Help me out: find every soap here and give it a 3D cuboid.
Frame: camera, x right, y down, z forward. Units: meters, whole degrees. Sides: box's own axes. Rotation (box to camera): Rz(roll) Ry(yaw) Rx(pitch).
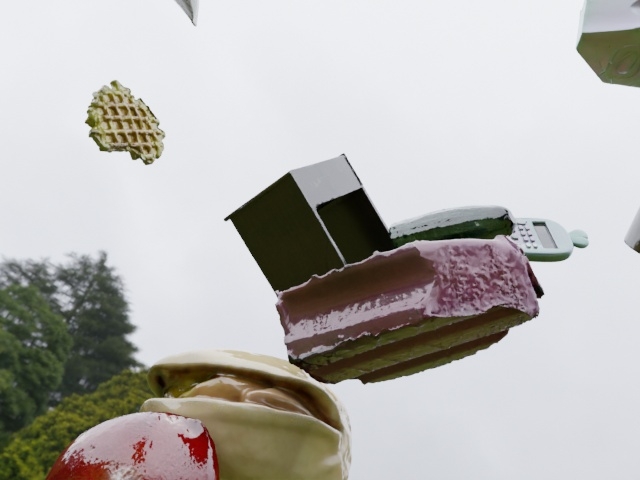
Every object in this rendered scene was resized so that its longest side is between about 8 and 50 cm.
[{"bbox_3d":[0.656,-0.370,1.146,0.347,0.114,0.208,12,-15,12],"label":"soap"},{"bbox_3d":[0.113,0.085,0.737,0.289,0.112,0.182,-19,-26,13],"label":"soap"}]

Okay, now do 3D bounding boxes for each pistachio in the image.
[{"bbox_3d":[-0.089,0.249,0.837,0.318,0.193,0.214,27,-51,-17],"label":"pistachio"}]

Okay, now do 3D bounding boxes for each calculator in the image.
[{"bbox_3d":[0.546,-0.003,1.613,0.299,0.185,0.041,2,-58,1],"label":"calculator"}]

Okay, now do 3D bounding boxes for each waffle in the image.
[{"bbox_3d":[-0.178,-0.105,0.571,0.016,0.078,0.085,-16,-30,30],"label":"waffle"}]

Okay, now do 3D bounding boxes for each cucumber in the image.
[{"bbox_3d":[0.257,-0.013,1.216,0.244,0.063,0.115,-19,-94,27],"label":"cucumber"}]

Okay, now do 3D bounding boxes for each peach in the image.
[{"bbox_3d":[-0.190,0.264,0.639,0.198,0.197,0.197,13,-38,10],"label":"peach"}]

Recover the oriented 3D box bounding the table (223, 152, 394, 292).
[{"bbox_3d":[0.000,0.000,1.299,0.196,0.251,0.281,-31,-91,31],"label":"table"}]

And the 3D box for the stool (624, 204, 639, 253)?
[{"bbox_3d":[0.673,-0.082,1.079,0.179,0.179,0.264,17,-69,5],"label":"stool"}]

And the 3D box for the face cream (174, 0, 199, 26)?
[{"bbox_3d":[-0.132,-0.283,0.522,0.084,0.341,0.137,7,-81,-1],"label":"face cream"}]
